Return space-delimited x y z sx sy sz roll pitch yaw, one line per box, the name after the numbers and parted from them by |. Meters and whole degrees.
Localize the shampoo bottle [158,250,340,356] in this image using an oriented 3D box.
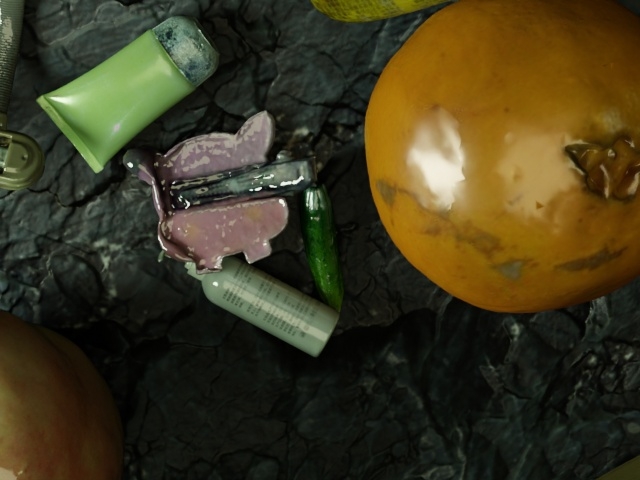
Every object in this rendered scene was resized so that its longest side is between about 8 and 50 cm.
-0.076 0.053 1.226 0.195 0.056 0.056 29 103 -2 | shampoo bottle

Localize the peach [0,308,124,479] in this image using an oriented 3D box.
-0.313 0.191 1.118 0.247 0.292 0.292 -46 110 -20 | peach

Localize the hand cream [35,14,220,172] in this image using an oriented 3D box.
-0.182 -0.152 1.158 0.175 0.046 0.095 -34 110 11 | hand cream

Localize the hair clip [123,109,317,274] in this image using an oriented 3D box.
-0.089 -0.047 1.185 0.187 0.056 0.146 -16 89 8 | hair clip

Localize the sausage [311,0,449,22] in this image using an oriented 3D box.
0.124 -0.283 1.071 0.347 0.123 0.123 -11 111 24 | sausage

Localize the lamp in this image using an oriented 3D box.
-0.342 -0.202 1.063 0.203 0.124 0.283 3 122 -20 | lamp

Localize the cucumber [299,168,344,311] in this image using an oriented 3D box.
0.000 0.000 1.233 0.039 0.039 0.168 -12 113 -3 | cucumber

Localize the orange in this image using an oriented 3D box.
0.192 -0.084 1.096 0.312 0.312 0.312 -2 108 -7 | orange

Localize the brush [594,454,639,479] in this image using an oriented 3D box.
0.348 0.342 1.379 0.197 0.059 0.123 -33 108 4 | brush
